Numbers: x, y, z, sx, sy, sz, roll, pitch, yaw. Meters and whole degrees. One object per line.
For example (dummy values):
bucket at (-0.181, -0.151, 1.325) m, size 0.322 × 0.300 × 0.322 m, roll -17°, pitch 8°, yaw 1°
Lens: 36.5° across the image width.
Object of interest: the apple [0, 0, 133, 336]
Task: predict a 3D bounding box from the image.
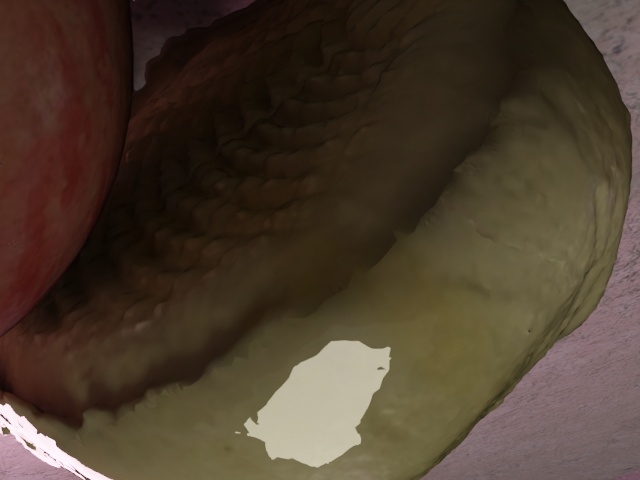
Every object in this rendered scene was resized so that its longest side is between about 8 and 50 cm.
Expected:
apple at (-0.228, -0.099, 0.384) m, size 0.345 × 0.345 × 0.269 m, roll 5°, pitch 121°, yaw -26°

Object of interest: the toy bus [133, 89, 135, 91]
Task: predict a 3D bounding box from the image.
toy bus at (-0.205, -0.012, 0.784) m, size 0.125 × 0.133 × 0.292 m, roll -6°, pitch 153°, yaw -17°

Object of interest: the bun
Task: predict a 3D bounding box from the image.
bun at (-0.001, 0.003, 0.522) m, size 0.364 × 0.364 × 0.202 m, roll -22°, pitch 121°, yaw 27°
